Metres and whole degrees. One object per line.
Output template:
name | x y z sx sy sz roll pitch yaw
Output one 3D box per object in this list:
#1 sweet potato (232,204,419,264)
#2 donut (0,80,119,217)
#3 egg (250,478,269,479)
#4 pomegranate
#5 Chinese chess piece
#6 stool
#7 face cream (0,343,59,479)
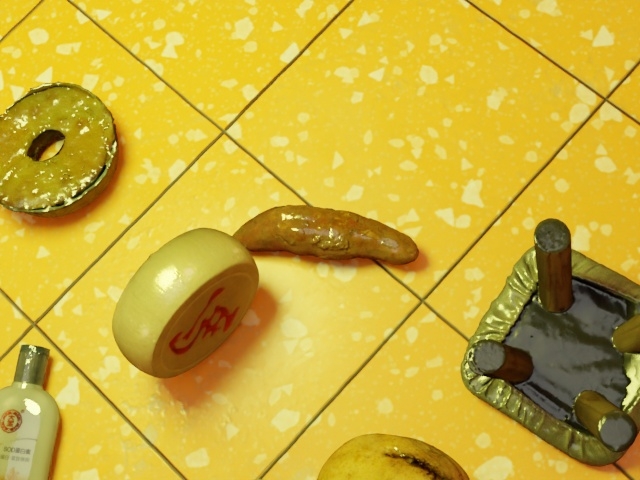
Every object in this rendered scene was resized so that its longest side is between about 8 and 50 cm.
sweet potato | -0.004 -0.014 1.721 0.354 0.095 0.106 2 113 12
donut | -0.500 -0.159 1.844 0.271 0.107 0.272 -1 71 3
egg | -0.069 0.472 1.542 0.151 0.151 0.209 -30 69 -2
pomegranate | 0.117 0.415 1.483 0.260 0.260 0.261 -2 72 7
Chinese chess piece | -0.218 0.103 1.623 0.102 0.273 0.273 38 81 20
stool | 0.406 0.156 1.541 0.310 0.226 0.310 29 78 14
face cream | -0.520 0.327 1.698 0.143 0.071 0.291 6 72 10
